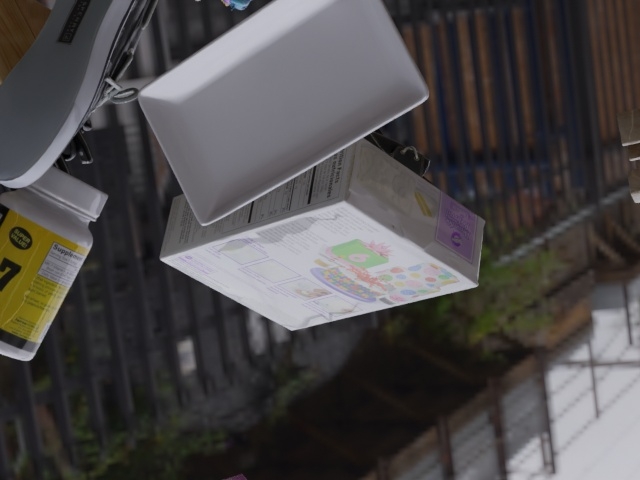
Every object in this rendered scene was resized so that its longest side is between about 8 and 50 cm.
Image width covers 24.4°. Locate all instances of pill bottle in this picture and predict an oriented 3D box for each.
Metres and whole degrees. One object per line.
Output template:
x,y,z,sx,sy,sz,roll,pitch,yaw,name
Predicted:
-0.328,0.018,1.657,0.119,0.208,0.119,27,178,1,pill bottle

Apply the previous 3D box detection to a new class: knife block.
-0.379,-0.175,1.710,0.088,0.242,0.275,-18,151,29,knife block

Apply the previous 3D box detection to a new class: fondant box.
0.000,0.000,1.821,0.330,0.096,0.238,-15,145,43,fondant box

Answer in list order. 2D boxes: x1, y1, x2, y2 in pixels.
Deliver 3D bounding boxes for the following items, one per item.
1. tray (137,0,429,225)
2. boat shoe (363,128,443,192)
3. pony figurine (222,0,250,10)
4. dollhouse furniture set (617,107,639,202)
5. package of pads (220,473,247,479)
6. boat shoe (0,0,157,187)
-0.035,-0.131,1.322,0.270,0.145,0.030,-28,178,31,tray
0.123,-0.109,2.197,0.079,0.233,0.084,-35,-173,16,boat shoe
-0.137,-0.447,1.890,0.351,0.303,0.363,-23,143,34,pony figurine
0.524,0.025,1.940,0.174,0.355,0.303,-12,156,19,dollhouse furniture set
-0.101,0.270,1.507,0.083,0.032,0.050,-9,-134,-42,package of pads
-0.256,-0.184,1.589,0.113,0.306,0.105,11,163,30,boat shoe
